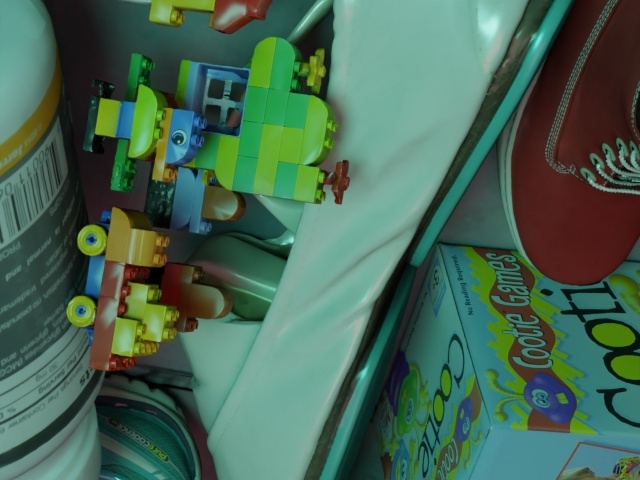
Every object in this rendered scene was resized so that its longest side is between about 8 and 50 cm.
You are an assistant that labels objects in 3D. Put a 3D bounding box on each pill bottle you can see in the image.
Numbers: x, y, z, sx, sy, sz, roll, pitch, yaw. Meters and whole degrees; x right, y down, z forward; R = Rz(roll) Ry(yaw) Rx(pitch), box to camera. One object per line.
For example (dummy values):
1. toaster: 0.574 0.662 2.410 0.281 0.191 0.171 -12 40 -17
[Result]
1. pill bottle: -0.181 0.016 0.889 0.162 0.162 0.278 -7 134 -4

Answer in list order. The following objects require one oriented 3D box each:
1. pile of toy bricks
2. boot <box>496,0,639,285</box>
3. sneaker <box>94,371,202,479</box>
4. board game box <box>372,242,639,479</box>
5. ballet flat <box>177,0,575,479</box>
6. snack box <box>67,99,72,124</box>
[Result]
1. pile of toy bricks: -0.037 -0.044 0.872 0.105 0.118 0.212 9 91 13
2. boot: 0.150 -0.036 0.929 0.088 0.176 0.244 -2 133 -11
3. sneaker: -0.198 0.123 1.045 0.275 0.110 0.107 2 131 -11
4. board game box: 0.187 0.108 1.083 0.275 0.142 0.144 5 130 -16
5. ballet flat: 0.000 0.000 0.981 0.139 0.139 0.400 10 124 -19
6. snack box: -0.210 -0.070 0.931 0.178 0.022 0.064 21 125 -27
